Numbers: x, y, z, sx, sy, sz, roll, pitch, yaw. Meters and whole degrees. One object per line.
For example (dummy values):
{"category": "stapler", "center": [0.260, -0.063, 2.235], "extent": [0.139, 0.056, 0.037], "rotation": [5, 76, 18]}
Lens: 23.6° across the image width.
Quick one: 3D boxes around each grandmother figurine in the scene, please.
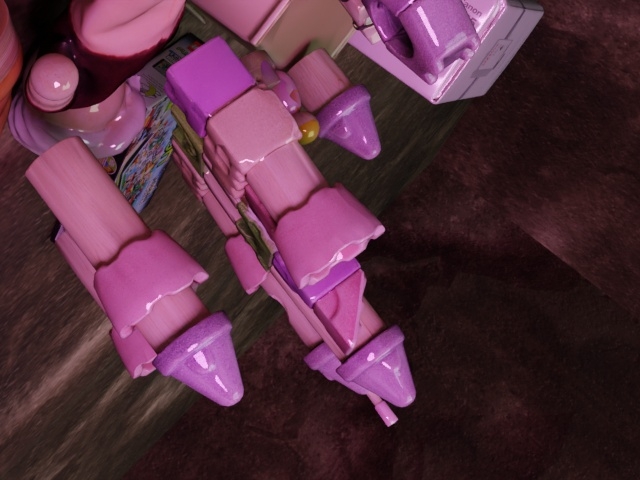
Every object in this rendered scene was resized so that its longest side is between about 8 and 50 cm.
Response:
{"category": "grandmother figurine", "center": [-0.120, -0.151, 0.950], "extent": [0.208, 0.104, 0.342], "rotation": [-37, 175, -35]}

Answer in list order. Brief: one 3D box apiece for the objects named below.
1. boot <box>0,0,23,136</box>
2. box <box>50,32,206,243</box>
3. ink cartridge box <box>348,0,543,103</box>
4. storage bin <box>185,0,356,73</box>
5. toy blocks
{"category": "boot", "center": [-0.244, -0.050, 0.896], "extent": [0.197, 0.073, 0.152], "rotation": [-46, 176, -18]}
{"category": "box", "center": [-0.166, -0.081, 1.355], "extent": [0.114, 0.036, 0.207], "rotation": [-45, 170, -46]}
{"category": "ink cartridge box", "center": [0.086, -0.237, 1.470], "extent": [0.117, 0.207, 0.283], "rotation": [-55, 172, 14]}
{"category": "storage bin", "center": [0.000, -0.261, 1.164], "extent": [0.260, 0.123, 0.262], "rotation": [-52, 172, 3]}
{"category": "toy blocks", "center": [0.000, 0.000, 1.048], "extent": [0.309, 0.260, 0.288], "rotation": [-36, 173, -11]}
